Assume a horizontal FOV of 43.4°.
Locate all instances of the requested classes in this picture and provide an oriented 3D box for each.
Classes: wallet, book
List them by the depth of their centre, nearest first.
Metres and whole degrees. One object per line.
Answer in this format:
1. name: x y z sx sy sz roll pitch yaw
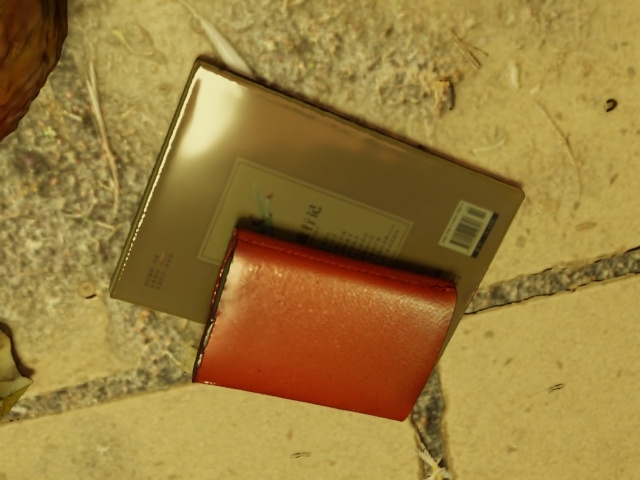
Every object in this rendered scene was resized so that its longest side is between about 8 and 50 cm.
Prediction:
1. wallet: 0.003 0.077 0.697 0.204 0.045 0.142 14 106 -16
2. book: 0.000 0.000 0.701 0.310 0.021 0.217 20 107 -17

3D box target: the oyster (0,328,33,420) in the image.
1. oyster: -0.369 0.131 0.657 0.223 0.083 0.214 -45 114 1

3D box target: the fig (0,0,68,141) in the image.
1. fig: -0.294 -0.231 0.461 0.286 0.286 0.369 -5 85 -8
